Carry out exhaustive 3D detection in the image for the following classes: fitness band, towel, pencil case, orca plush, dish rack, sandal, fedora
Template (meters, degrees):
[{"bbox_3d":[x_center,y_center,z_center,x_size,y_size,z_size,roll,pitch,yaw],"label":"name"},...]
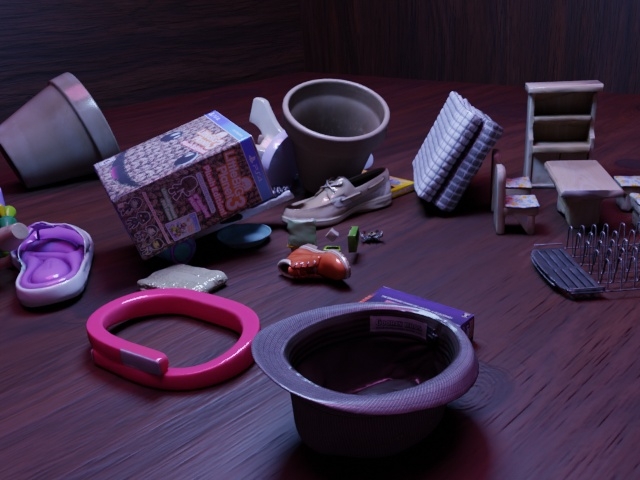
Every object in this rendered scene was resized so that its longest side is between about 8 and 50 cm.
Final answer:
[{"bbox_3d":[-0.229,0.146,0.988,0.291,0.054,0.209,12,25,32],"label":"fitness band"},{"bbox_3d":[0.323,-0.214,1.521,0.121,0.235,0.283,26,21,-4],"label":"towel"},{"bbox_3d":[-0.327,0.002,1.325,0.065,0.070,0.152,-24,30,-39],"label":"pencil case"},{"bbox_3d":[-0.261,0.078,1.185,0.148,0.027,0.110,10,27,31],"label":"towel"},{"bbox_3d":[-0.184,-0.098,1.407,0.287,0.102,0.151,-22,5,9],"label":"orca plush"},{"bbox_3d":[0.524,0.025,1.118,0.272,0.074,0.208,-4,21,0],"label":"dish rack"},{"bbox_3d":[-0.553,0.012,1.297,0.170,0.102,0.416,-14,24,-24],"label":"sandal"},{"bbox_3d":[0.055,0.176,0.761,0.276,0.124,0.244,-14,25,-37],"label":"fedora"}]

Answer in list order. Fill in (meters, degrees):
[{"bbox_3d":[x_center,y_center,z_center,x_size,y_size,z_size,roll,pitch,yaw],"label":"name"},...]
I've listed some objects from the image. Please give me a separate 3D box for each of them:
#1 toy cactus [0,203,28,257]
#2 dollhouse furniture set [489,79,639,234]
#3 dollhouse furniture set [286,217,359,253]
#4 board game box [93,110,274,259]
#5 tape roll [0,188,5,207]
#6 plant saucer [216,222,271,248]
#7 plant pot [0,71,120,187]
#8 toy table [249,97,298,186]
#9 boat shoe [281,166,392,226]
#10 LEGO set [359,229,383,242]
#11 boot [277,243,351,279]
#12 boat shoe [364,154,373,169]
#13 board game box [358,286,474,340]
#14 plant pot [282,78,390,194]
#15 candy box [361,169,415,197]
[{"bbox_3d":[-0.645,0.001,1.246,0.181,0.112,0.219,-22,34,34],"label":"toy cactus"},{"bbox_3d":[0.569,-0.199,1.417,0.362,0.256,0.394,0,22,10],"label":"dollhouse furniture set"},{"bbox_3d":[0.000,0.000,1.265,0.152,0.076,0.058,1,22,10],"label":"dollhouse furniture set"},{"bbox_3d":[-0.285,-0.124,1.295,0.291,0.141,0.232,-28,33,-15],"label":"board game box"},{"bbox_3d":[-0.933,-0.062,1.563,0.275,0.090,0.274,-3,22,1],"label":"tape roll"},{"bbox_3d":[-0.167,-0.007,1.384,0.120,0.021,0.119,-3,23,1],"label":"plant saucer"},{"bbox_3d":[-0.811,-0.303,1.910,0.280,0.323,0.323,-35,34,-23],"label":"plant pot"},{"bbox_3d":[-0.132,-0.243,1.708,0.161,0.252,0.274,23,12,20],"label":"toy table"},{"bbox_3d":[0.040,-0.106,1.487,0.302,0.098,0.109,-16,25,-28],"label":"boat shoe"},{"bbox_3d":[0.102,-0.008,1.347,0.054,0.023,0.083,-13,11,-26],"label":"LEGO set"},{"bbox_3d":[-0.013,0.052,1.174,0.085,0.059,0.158,-24,21,-34],"label":"boot"},{"bbox_3d":[0.044,-0.208,1.778,0.229,0.080,0.076,-25,10,-33],"label":"boat shoe"},{"bbox_3d":[0.123,0.135,0.951,0.170,0.048,0.141,15,30,38],"label":"board game box"},{"bbox_3d":[0.027,-0.241,1.578,0.263,0.229,0.263,4,46,-4],"label":"plant pot"},{"bbox_3d":[0.143,-0.152,1.676,0.105,0.027,0.206,-19,27,-38],"label":"candy box"}]
